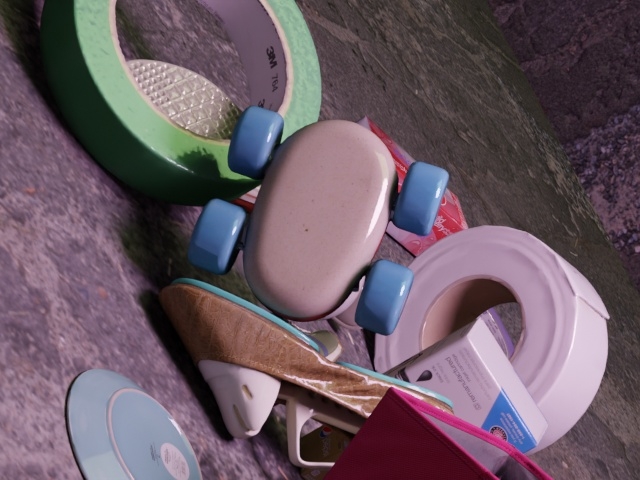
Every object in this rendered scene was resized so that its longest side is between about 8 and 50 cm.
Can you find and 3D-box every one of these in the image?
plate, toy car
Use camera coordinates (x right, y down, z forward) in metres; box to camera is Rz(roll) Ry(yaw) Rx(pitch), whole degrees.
[{"bbox_3d":[-0.151,0.190,1.394,0.188,0.024,0.188,48,21,-24],"label":"plate"},{"bbox_3d":[0.000,0.000,1.673,0.219,0.210,0.238,19,-14,6],"label":"toy car"}]

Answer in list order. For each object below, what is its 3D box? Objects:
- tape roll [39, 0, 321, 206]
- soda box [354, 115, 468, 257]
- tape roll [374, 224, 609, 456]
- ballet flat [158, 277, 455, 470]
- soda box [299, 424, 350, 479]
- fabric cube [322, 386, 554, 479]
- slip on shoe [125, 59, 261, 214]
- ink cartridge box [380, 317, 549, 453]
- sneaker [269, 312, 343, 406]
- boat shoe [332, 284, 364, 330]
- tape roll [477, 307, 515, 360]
[{"bbox_3d":[-0.146,-0.198,1.728,0.321,0.077,0.321,19,58,-33],"label":"tape roll"},{"bbox_3d":[0.111,-0.071,2.345,0.263,0.092,0.083,38,27,-44],"label":"soda box"},{"bbox_3d":[0.212,0.127,1.987,0.100,0.286,0.286,34,30,-49],"label":"tape roll"},{"bbox_3d":[-0.021,0.159,1.596,0.342,0.116,0.124,28,68,-19],"label":"ballet flat"},{"bbox_3d":[0.054,0.273,1.717,0.181,0.058,0.061,47,22,-27],"label":"soda box"},{"bbox_3d":[0.124,0.324,1.377,0.259,0.258,0.254,39,4,37],"label":"fabric cube"},{"bbox_3d":[-0.117,-0.094,1.828,0.331,0.101,0.123,30,56,-30],"label":"slip on shoe"},{"bbox_3d":[0.129,0.204,1.789,0.148,0.203,0.086,57,21,-2],"label":"ink cartridge box"},{"bbox_3d":[-0.033,0.113,1.739,0.086,0.064,0.192,61,22,-5],"label":"sneaker"},{"bbox_3d":[0.015,0.021,1.995,0.206,0.075,0.065,59,21,18],"label":"boat shoe"},{"bbox_3d":[0.200,0.140,2.255,0.189,0.080,0.189,49,20,-24],"label":"tape roll"}]
